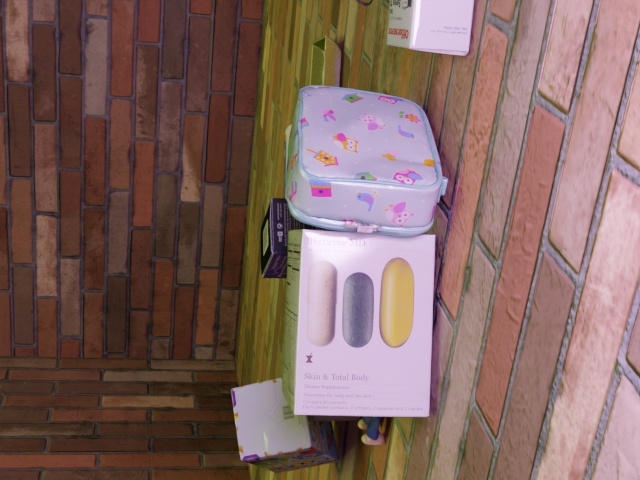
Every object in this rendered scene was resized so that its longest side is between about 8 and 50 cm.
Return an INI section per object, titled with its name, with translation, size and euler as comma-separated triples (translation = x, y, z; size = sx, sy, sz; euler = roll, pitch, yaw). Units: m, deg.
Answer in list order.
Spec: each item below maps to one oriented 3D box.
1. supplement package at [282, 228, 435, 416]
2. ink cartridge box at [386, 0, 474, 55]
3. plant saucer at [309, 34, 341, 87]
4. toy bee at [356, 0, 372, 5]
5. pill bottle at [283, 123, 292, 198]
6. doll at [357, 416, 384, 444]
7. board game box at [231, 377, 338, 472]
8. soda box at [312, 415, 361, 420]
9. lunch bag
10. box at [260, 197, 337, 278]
[supplement package]
translation = 0.052, 0.118, 1.409
size = 0.198, 0.199, 0.263
euler = -179, 91, -83
[ink cartridge box]
translation = 0.153, -0.364, 1.280
size = 0.153, 0.086, 0.209
euler = -124, 37, -74
[plant saucer]
translation = 0.012, -0.375, 2.180
size = 0.188, 0.045, 0.188
euler = -144, 57, -78
[toy bee]
translation = 0.072, -0.609, 1.681
size = 0.162, 0.298, 0.195
euler = -25, 22, 48
[pill bottle]
translation = 0.001, -0.096, 1.887
size = 0.152, 0.152, 0.272
euler = 144, 128, -77
[doll]
translation = 0.096, 0.251, 1.583
size = 0.129, 0.046, 0.189
euler = -106, 20, -56
[board game box]
translation = -0.067, 0.378, 1.889
size = 0.275, 0.142, 0.144
euler = 57, -159, -67
[soda box]
translation = 0.047, 0.220, 1.718
size = 0.286, 0.098, 0.091
euler = 102, 166, -47
[lunch bag]
translation = 0.065, -0.115, 1.363
size = 0.279, 0.223, 0.108
euler = -92, 13, -52
[box]
translation = 0.000, 0.000, 1.716
size = 0.153, 0.207, 0.108
euler = 116, 154, -68
